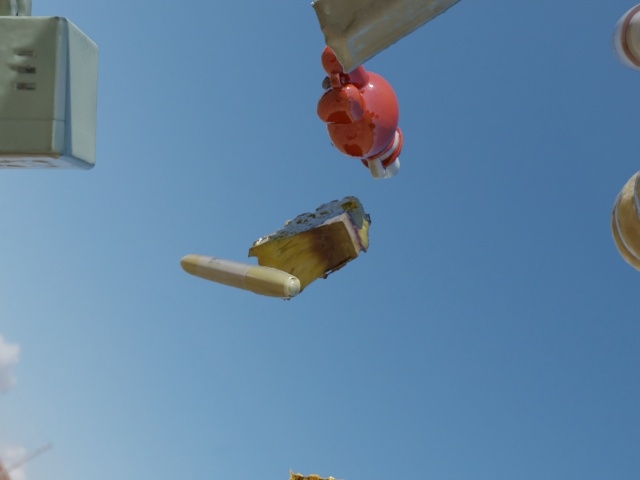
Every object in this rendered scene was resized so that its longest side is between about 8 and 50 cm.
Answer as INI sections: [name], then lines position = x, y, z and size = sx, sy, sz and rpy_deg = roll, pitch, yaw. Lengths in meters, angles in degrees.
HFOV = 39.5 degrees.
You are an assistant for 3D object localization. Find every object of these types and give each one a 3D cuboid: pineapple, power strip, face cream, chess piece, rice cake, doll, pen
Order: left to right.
[power strip]
position = -0.353, -0.202, 1.078
size = 0.139, 0.140, 0.225
rpy_deg = 41, 51, -85
[pen]
position = -0.094, 0.038, 1.019
size = 0.233, 0.040, 0.032
rpy_deg = 10, -86, 53
[pineapple]
position = 0.000, 0.000, 1.519
size = 0.115, 0.236, 0.186
rpy_deg = 59, -19, -18
[doll]
position = 0.069, -0.216, 1.520
size = 0.129, 0.161, 0.290
rpy_deg = -3, -29, 25
[rice cake]
position = 0.108, -0.194, 0.542
size = 0.052, 0.256, 0.057
rpy_deg = 19, 43, -63
[face cream]
position = 0.427, -0.264, 1.164
size = 0.091, 0.091, 0.095
rpy_deg = 64, -1, -6
[chess piece]
position = 0.395, -0.051, 0.969
size = 0.143, 0.142, 0.261
rpy_deg = 50, 2, 20

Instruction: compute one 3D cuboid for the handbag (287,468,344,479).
[handbag]
position = 0.001, 0.293, 1.016
size = 0.083, 0.027, 0.061
rpy_deg = -6, -60, 36
